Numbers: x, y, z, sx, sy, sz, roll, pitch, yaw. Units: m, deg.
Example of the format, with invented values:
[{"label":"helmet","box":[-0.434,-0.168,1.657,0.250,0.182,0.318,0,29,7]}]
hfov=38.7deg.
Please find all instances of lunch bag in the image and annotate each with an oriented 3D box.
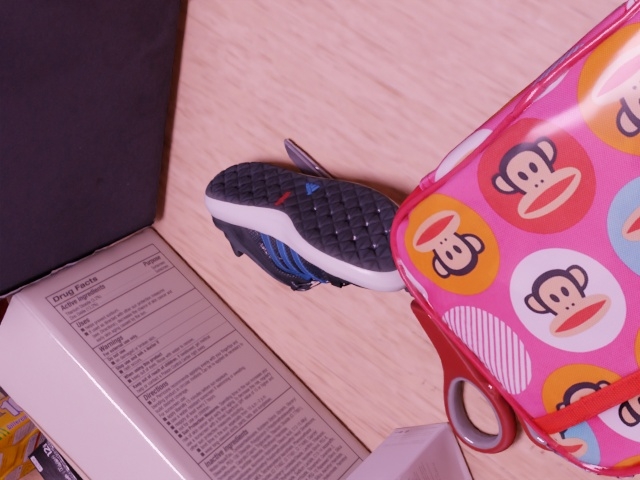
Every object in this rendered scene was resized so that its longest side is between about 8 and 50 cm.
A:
[{"label":"lunch bag","box":[0.208,0.003,0.507,0.258,0.120,0.293,49,131,2]}]

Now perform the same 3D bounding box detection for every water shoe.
[{"label":"water shoe","box":[0.000,0.000,0.669,0.203,0.073,0.080,26,147,41]}]

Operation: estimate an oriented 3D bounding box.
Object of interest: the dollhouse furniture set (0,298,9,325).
[{"label":"dollhouse furniture set","box":[-0.370,0.121,0.808,0.152,0.374,0.201,40,142,16]}]

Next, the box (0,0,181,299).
[{"label":"box","box":[-0.364,-0.260,0.666,0.472,0.297,0.480,28,123,24]}]

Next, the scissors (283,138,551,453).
[{"label":"scissors","box":[0.080,0.030,0.665,0.109,0.021,0.297,-33,88,46]}]

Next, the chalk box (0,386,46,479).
[{"label":"chalk box","box":[-0.397,0.163,0.985,0.213,0.132,0.132,40,128,15]}]

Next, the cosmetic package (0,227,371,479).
[{"label":"cosmetic package","box":[-0.111,0.152,0.762,0.309,0.160,0.113,45,129,12]}]

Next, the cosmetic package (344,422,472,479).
[{"label":"cosmetic package","box":[0.098,0.272,0.708,0.060,0.099,0.239,-17,99,38]}]

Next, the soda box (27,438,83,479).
[{"label":"soda box","box":[-0.229,0.271,0.960,0.053,0.060,0.169,-40,84,38]}]
